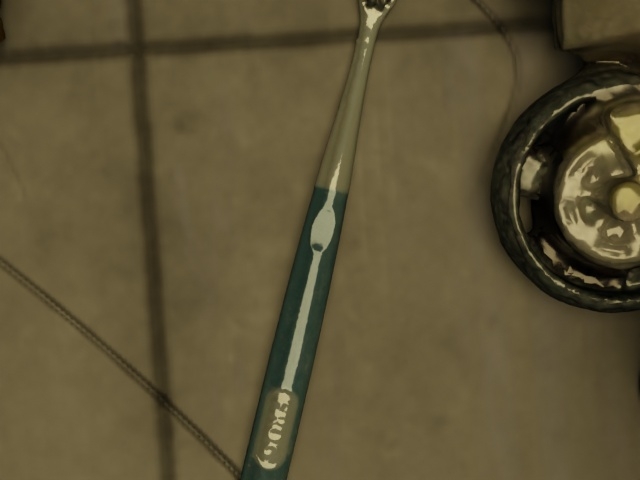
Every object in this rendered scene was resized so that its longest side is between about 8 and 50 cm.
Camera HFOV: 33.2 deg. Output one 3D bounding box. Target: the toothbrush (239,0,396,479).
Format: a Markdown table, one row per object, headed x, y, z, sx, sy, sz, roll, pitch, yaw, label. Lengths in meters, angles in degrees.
| x | y | z | sx | sy | sz | roll | pitch | yaw | label |
| --- | --- | --- | --- | --- | --- | --- | --- | --- | --- |
| 0.000 | 0.000 | 0.433 | 0.019 | 0.025 | 0.275 | 13 | 91 | -3 | toothbrush |

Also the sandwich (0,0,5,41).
| x | y | z | sx | sy | sz | roll | pitch | yaw | label |
| --- | --- | --- | --- | --- | --- | --- | --- | --- | --- |
| -0.249 | -0.204 | 0.384 | 0.273 | 0.095 | 0.249 | 5 | 92 | -3 | sandwich |

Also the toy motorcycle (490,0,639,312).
| x | y | z | sx | sy | sz | roll | pitch | yaw | label |
| --- | --- | --- | --- | --- | --- | --- | --- | --- | --- |
| 0.171 | -0.142 | 0.392 | 0.223 | 0.108 | 0.340 | -2 | 99 | 6 | toy motorcycle |
